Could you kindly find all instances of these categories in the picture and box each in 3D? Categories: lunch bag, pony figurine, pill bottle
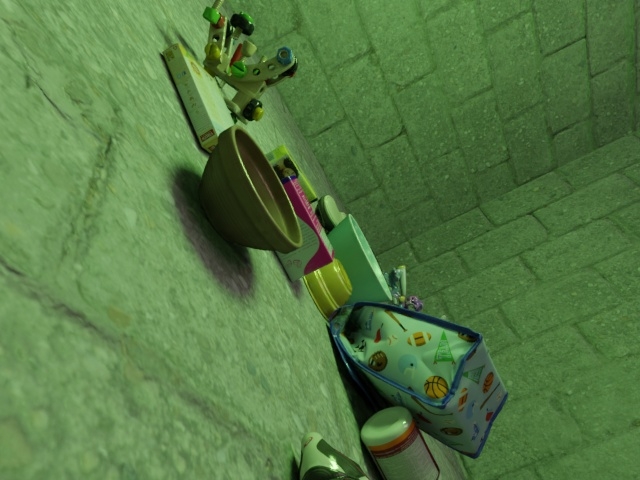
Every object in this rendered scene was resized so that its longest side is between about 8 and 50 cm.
[{"bbox_3d":[0.221,0.332,1.175,0.386,0.239,0.327,18,-29,42],"label":"lunch bag"},{"bbox_3d":[0.329,0.301,1.955,0.351,0.303,0.363,121,-39,-70],"label":"pony figurine"},{"bbox_3d":[0.185,0.484,1.002,0.221,0.121,0.121,63,8,-4],"label":"pill bottle"}]

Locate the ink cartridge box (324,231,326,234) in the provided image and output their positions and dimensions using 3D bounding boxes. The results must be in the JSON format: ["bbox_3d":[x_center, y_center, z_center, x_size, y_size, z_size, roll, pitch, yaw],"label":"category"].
[{"bbox_3d":[0.013,0.003,1.736,0.063,0.029,0.115,51,13,-55],"label":"ink cartridge box"}]

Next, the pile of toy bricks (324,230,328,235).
[{"bbox_3d":[0.061,-0.016,1.874,0.105,0.118,0.212,1,42,-35],"label":"pile of toy bricks"}]

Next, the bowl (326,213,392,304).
[{"bbox_3d":[0.094,0.088,1.514,0.311,0.163,0.311,60,9,-16],"label":"bowl"}]

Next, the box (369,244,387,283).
[{"bbox_3d":[0.154,0.124,1.785,0.093,0.156,0.158,59,9,-34],"label":"box"}]

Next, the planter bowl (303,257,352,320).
[{"bbox_3d":[0.028,0.113,1.287,0.217,0.090,0.217,61,8,-15],"label":"planter bowl"}]

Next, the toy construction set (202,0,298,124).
[{"bbox_3d":[-0.227,-0.427,1.224,0.258,0.237,0.309,28,3,-20],"label":"toy construction set"}]

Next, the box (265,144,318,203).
[{"bbox_3d":[-0.096,-0.197,1.501,0.232,0.087,0.058,52,12,-48],"label":"box"}]

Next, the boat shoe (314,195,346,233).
[{"bbox_3d":[0.025,-0.073,1.661,0.335,0.096,0.112,35,44,-72],"label":"boat shoe"}]

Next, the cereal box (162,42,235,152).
[{"bbox_3d":[-0.240,-0.279,1.003,0.240,0.047,0.173,66,9,15],"label":"cereal box"}]

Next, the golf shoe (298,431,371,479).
[{"bbox_3d":[0.059,0.375,0.656,0.272,0.105,0.120,59,2,-31],"label":"golf shoe"}]

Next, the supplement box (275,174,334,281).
[{"bbox_3d":[-0.064,-0.032,1.096,0.220,0.111,0.114,63,8,-7],"label":"supplement box"}]

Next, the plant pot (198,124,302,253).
[{"bbox_3d":[-0.132,-0.070,0.808,0.237,0.110,0.237,60,9,-17],"label":"plant pot"}]
